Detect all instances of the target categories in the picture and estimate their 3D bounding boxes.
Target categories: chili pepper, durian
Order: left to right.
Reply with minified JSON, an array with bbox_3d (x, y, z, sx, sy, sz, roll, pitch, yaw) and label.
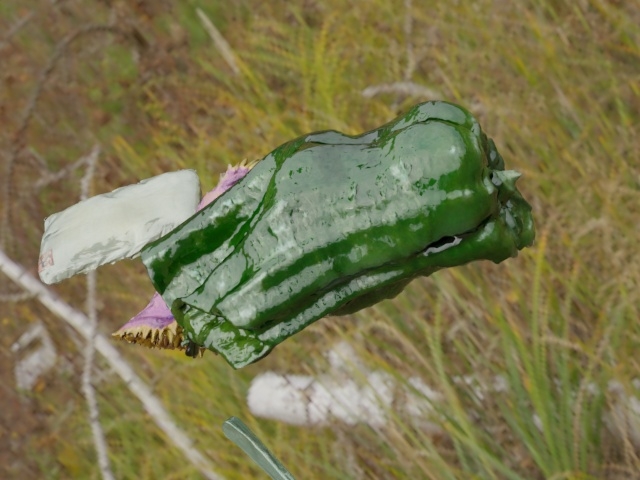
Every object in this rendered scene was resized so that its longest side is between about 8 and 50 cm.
[{"bbox_3d":[-0.088,0.032,1.535,0.154,0.186,0.260,5,71,44],"label":"durian"},{"bbox_3d":[-0.006,-0.008,1.160,0.385,0.167,0.213,-21,3,22],"label":"chili pepper"}]

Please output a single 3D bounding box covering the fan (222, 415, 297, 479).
[{"bbox_3d":[-0.020,0.233,1.213,0.193,0.038,0.016,42,62,16],"label":"fan"}]

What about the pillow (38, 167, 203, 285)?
[{"bbox_3d":[-0.260,-0.019,1.705,0.229,0.051,0.128,-19,45,6],"label":"pillow"}]
